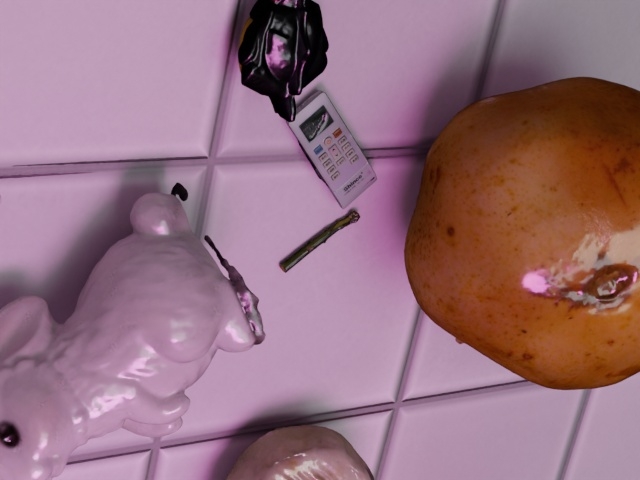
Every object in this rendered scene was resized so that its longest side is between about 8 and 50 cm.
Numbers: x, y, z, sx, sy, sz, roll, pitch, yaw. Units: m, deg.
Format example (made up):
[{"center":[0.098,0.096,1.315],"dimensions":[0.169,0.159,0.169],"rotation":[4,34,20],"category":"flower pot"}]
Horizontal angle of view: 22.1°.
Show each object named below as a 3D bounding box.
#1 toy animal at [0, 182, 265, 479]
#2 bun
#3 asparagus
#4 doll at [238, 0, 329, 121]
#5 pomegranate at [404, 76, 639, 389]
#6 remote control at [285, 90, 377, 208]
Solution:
[{"center":[-0.257,0.124,1.852],"dimensions":[0.357,0.194,0.258],"rotation":[-29,94,-24],"category":"toy animal"},{"center":[-0.041,0.349,2.201],"dimensions":[0.239,0.141,0.239],"rotation":[-14,120,-25],"category":"bun"},{"center":[0.000,0.000,2.104],"dimensions":[0.127,0.015,0.018],"rotation":[-36,142,-14],"category":"asparagus"},{"center":[-0.039,-0.261,1.874],"dimensions":[0.127,0.088,0.248],"rotation":[-5,111,-12],"category":"doll"},{"center":[0.304,-0.010,2.102],"dimensions":[0.417,0.417,0.416],"rotation":[-19,126,-28],"category":"pomegranate"},{"center":[0.012,-0.111,2.037],"dimensions":[0.065,0.029,0.166],"rotation":[-41,129,-9],"category":"remote control"}]
